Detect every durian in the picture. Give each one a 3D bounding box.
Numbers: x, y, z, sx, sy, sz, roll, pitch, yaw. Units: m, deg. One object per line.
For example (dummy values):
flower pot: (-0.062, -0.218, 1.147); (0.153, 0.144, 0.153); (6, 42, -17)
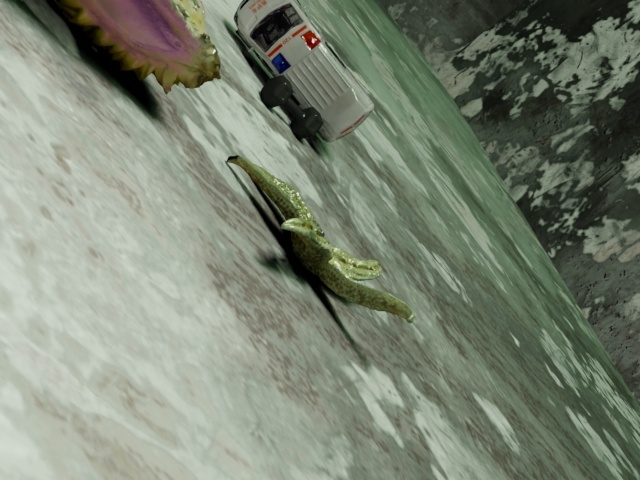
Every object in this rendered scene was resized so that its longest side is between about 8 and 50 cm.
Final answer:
durian: (-0.200, -0.245, 0.965); (0.191, 0.112, 0.341); (51, 0, 40)

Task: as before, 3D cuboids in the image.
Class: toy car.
toy car: (-0.022, -0.218, 1.525); (0.209, 0.089, 0.108); (52, 5, -10)

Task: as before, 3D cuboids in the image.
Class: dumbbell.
dumbbell: (-0.033, -0.155, 1.459); (0.083, 0.040, 0.036); (44, 48, -35)

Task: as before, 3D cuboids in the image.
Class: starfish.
starfish: (-0.001, 0.002, 1.110); (0.223, 0.050, 0.217); (40, -2, 21)
